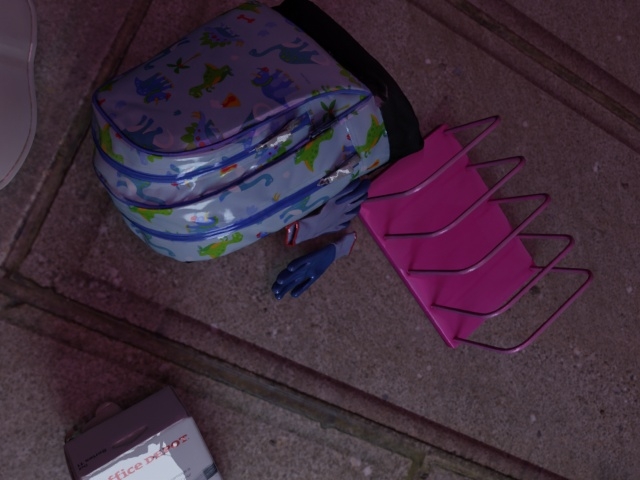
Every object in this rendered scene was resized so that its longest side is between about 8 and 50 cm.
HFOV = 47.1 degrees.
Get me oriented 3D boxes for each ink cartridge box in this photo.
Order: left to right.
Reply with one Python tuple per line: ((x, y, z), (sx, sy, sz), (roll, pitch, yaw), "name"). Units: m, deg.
((-0.204, 0.310, 0.920), (0.153, 0.087, 0.208), (-27, 120, -19), "ink cartridge box")

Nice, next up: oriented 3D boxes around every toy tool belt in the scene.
((-0.280, 0.249, 0.942), (0.083, 0.052, 0.051), (-39, 147, -12), "toy tool belt")

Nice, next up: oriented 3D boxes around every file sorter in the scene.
((0.227, -0.007, 1.070), (0.202, 0.182, 0.290), (-39, 104, -17), "file sorter")

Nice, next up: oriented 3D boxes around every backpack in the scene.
((-0.101, -0.136, 0.901), (0.356, 0.273, 0.290), (-39, 60, -1), "backpack")

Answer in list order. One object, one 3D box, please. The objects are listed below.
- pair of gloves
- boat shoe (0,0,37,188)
((0.000, 0.000, 1.003), (0.159, 0.198, 0.023), (-29, 61, -36), "pair of gloves")
((-0.397, -0.180, 0.871), (0.095, 0.079, 0.254), (5, 84, -49), "boat shoe")
